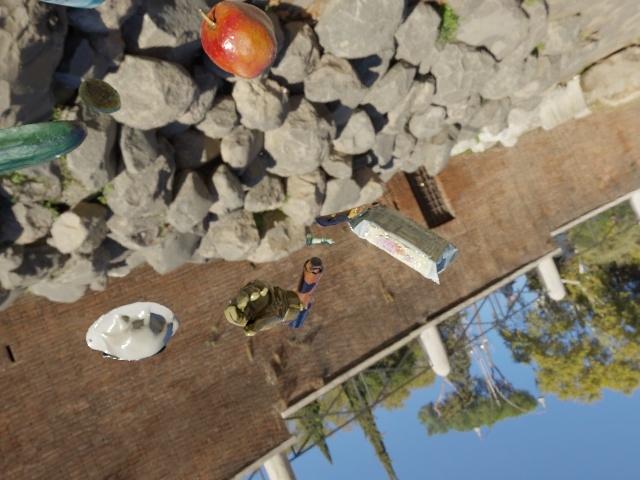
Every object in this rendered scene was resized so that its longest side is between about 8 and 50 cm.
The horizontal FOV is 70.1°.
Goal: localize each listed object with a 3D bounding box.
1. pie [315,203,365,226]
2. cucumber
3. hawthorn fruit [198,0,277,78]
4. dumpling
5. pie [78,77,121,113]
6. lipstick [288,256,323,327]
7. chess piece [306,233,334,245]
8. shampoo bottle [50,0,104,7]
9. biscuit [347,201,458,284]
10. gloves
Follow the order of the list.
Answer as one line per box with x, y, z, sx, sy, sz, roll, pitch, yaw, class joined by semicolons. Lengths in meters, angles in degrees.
0.079;-0.083;1.684;0.191;0.033;0.088;-16;159;2;pie
-0.522;-0.152;0.777;0.244;0.063;0.115;-22;-171;-19;cucumber
-0.329;-0.777;1.719;0.287;0.287;0.330;-24;159;31;hawthorn fruit
-0.611;0.307;1.499;0.293;0.163;0.204;-7;161;-22;dumpling
-0.455;-0.299;0.946;0.085;0.085;0.017;-20;172;-44;pie
-0.059;0.192;1.619;0.077;0.077;0.418;-21;151;-28;lipstick
0.000;0.000;1.536;0.093;0.042;0.042;4;179;4;chess piece
-0.916;-0.961;1.487;0.331;0.331;0.343;-24;-171;26;shampoo bottle
0.248;-0.009;1.342;0.186;0.309;0.079;-40;154;-46;biscuit
-0.181;0.192;1.353;0.141;0.154;0.331;17;-179;29;gloves
